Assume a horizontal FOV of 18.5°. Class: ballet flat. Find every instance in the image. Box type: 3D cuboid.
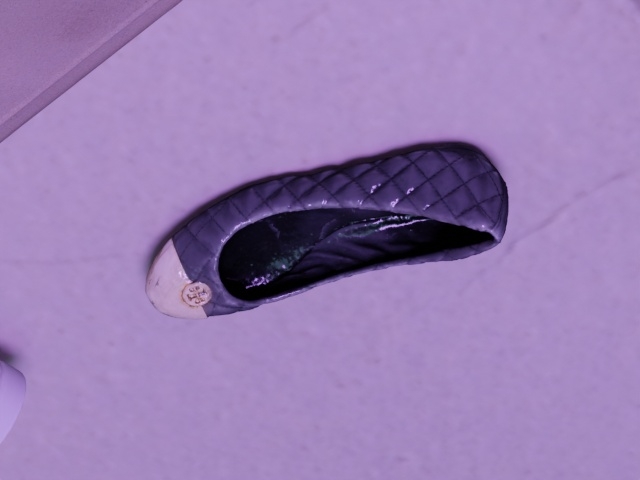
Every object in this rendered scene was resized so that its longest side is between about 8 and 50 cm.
[{"bbox_3d":[0.000,0.000,0.881,0.173,0.049,0.057,-18,128,12],"label":"ballet flat"}]

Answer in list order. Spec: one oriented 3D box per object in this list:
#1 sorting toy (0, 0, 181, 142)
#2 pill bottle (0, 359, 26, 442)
[{"bbox_3d":[-0.149,-0.083,0.751,0.348,0.047,0.196,-34,166,24],"label":"sorting toy"},{"bbox_3d":[-0.196,0.055,0.907,0.116,0.065,0.065,32,122,-28],"label":"pill bottle"}]
